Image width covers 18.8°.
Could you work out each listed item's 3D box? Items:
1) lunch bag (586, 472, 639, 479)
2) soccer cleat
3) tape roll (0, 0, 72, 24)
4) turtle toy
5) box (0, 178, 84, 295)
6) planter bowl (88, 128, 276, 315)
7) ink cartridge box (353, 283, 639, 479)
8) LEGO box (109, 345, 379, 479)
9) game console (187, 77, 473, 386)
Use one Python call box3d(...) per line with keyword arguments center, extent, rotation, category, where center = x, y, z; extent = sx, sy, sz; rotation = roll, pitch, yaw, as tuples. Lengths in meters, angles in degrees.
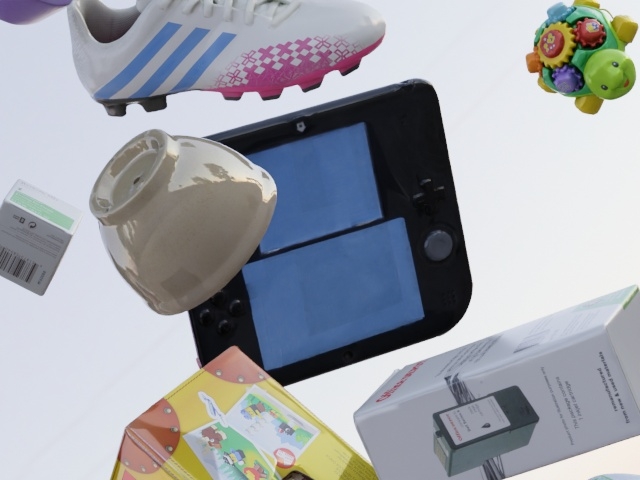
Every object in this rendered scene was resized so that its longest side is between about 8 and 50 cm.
box3d(center=(0.280, 0.337, 1.508), extent=(0.115, 0.243, 0.303), rotation=(-58, -30, -71), category="lunch bag")
box3d(center=(-0.104, -0.215, 1.939), extent=(0.331, 0.143, 0.116), rotation=(-9, 29, 17), category="soccer cleat")
box3d(center=(-0.383, -0.379, 2.495), extent=(0.080, 0.189, 0.189), rotation=(-20, 2, 40), category="tape roll")
box3d(center=(0.230, -0.161, 1.687), extent=(0.066, 0.130, 0.095), rotation=(10, -70, -44), category="turtle toy")
box3d(center=(-0.373, -0.004, 2.482), extent=(0.102, 0.101, 0.087), rotation=(-60, 6, 20), category="box")
box3d(center=(-0.134, -0.030, 1.705), extent=(0.162, 0.162, 0.109), rotation=(-45, -60, 5), category="planter bowl")
box3d(center=(0.206, 0.164, 2.028), extent=(0.289, 0.122, 0.211), rotation=(-21, 4, 22), category="ink cartridge box")
box3d(center=(-0.016, 0.427, 2.205), extent=(0.193, 0.500, 0.372), rotation=(-37, -22, -38), category="LEGO box")
box3d(center=(0.000, 0.000, 2.459), extent=(0.386, 0.060, 0.342), rotation=(-17, -69, -18), category="game console")
